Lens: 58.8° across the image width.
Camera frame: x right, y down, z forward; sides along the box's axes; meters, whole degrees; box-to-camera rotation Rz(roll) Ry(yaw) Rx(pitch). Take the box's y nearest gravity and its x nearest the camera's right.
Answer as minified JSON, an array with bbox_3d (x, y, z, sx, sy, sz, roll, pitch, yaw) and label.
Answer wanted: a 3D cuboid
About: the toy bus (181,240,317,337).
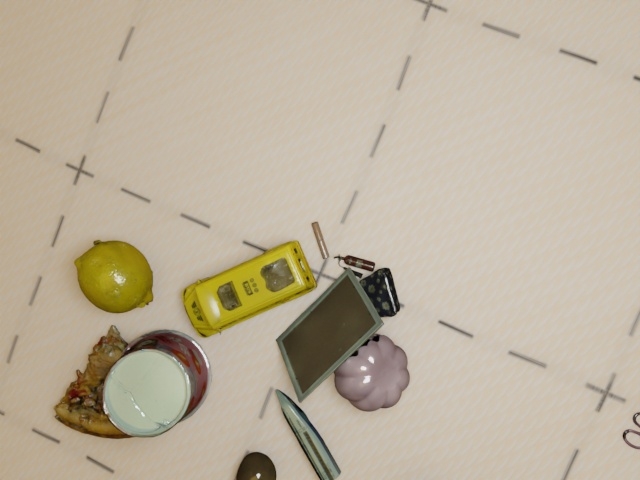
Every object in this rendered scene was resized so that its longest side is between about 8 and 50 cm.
[{"bbox_3d":[-0.185,0.123,1.365,0.330,0.152,0.144,-24,87,9],"label":"toy bus"}]

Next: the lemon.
[{"bbox_3d":[-0.504,0.092,1.409,0.206,0.173,0.173,40,96,-5],"label":"lemon"}]

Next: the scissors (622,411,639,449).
[{"bbox_3d":[0.774,0.457,1.270,0.176,0.022,0.085,28,94,11],"label":"scissors"}]

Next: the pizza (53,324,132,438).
[{"bbox_3d":[-0.530,0.395,1.465,0.251,0.074,0.288,29,96,6],"label":"pizza"}]

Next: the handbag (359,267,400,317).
[{"bbox_3d":[0.115,0.134,1.364,0.139,0.072,0.115,-16,89,22],"label":"handbag"}]

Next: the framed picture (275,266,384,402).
[{"bbox_3d":[0.015,0.216,1.319,0.274,0.217,0.017,-45,127,14],"label":"framed picture"}]

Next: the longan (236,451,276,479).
[{"bbox_3d":[-0.162,0.574,1.394,0.119,0.106,0.106,12,93,51],"label":"longan"}]

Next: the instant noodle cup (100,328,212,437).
[{"bbox_3d":[-0.387,0.335,1.332,0.243,0.231,0.243,1,84,-6],"label":"instant noodle cup"}]

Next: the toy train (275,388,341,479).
[{"bbox_3d":[-0.033,0.468,1.388,0.048,0.055,0.252,-31,86,8],"label":"toy train"}]

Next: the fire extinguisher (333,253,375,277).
[{"bbox_3d":[0.081,0.062,1.386,0.100,0.032,0.046,15,127,9],"label":"fire extinguisher"}]

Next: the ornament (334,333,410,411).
[{"bbox_3d":[0.113,0.303,1.312,0.177,0.177,0.178,0,90,9],"label":"ornament"}]

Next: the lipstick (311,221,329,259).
[{"bbox_3d":[0.000,0.000,1.400,0.019,0.019,0.094,-18,88,9],"label":"lipstick"}]
